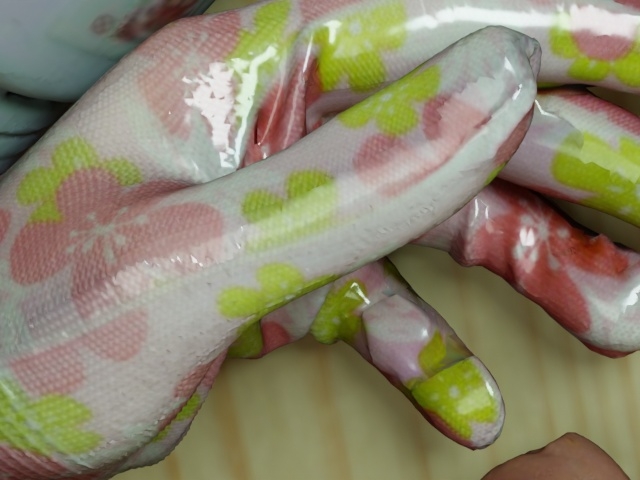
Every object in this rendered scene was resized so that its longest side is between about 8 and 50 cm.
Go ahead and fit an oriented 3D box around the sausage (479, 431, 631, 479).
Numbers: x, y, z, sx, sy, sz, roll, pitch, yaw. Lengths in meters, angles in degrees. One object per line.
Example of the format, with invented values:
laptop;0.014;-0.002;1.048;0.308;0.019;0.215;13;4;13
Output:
sausage;0.089;0.127;0.531;0.062;0.062;0.154;-38;79;23

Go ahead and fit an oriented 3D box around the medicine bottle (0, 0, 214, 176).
medicine bottle;-0.077;-0.123;0.533;0.254;0.152;0.152;-44;77;22

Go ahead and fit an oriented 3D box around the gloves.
gloves;-0.005;-0.008;0.523;0.241;0.145;0.126;-32;52;-1
